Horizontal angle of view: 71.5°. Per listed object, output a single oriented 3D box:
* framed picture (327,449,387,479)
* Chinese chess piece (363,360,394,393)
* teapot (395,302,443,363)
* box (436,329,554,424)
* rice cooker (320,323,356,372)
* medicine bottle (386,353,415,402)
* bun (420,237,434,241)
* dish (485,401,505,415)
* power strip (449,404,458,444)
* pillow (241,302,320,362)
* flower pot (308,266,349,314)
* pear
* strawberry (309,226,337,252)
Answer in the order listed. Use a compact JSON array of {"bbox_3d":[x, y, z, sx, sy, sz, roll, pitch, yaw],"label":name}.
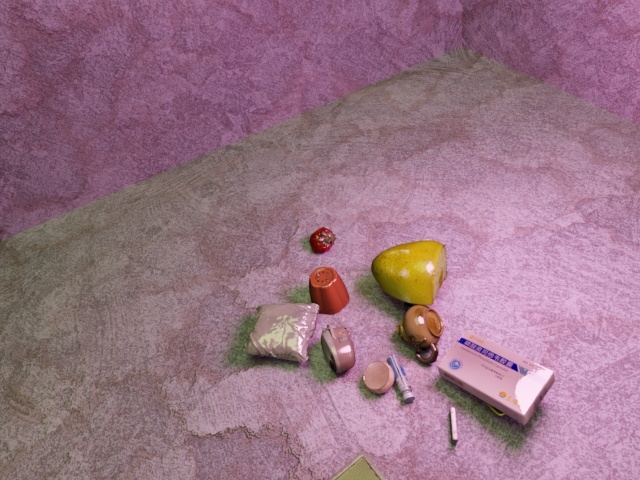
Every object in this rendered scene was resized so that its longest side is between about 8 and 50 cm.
[{"bbox_3d":[0.105,0.872,1.481,0.274,0.016,0.216,-32,45,-16],"label":"framed picture"},{"bbox_3d":[0.228,0.532,1.732,0.122,0.051,0.122,-22,46,25],"label":"Chinese chess piece"},{"bbox_3d":[0.395,0.370,1.812,0.183,0.173,0.269,-29,60,38],"label":"teapot"},{"bbox_3d":[0.614,0.473,1.586,0.200,0.065,0.344,-42,38,-22],"label":"box"},{"bbox_3d":[0.072,0.442,1.831,0.127,0.145,0.206,-7,40,-7],"label":"rice cooker"},{"bbox_3d":[0.311,0.534,1.731,0.051,0.051,0.191,-18,44,-1],"label":"medicine bottle"},{"bbox_3d":[0.524,0.025,2.178,0.084,0.045,0.083,-10,41,9],"label":"bun"},{"bbox_3d":[0.657,0.547,1.589,0.149,0.080,0.207,3,43,32],"label":"dish"},{"bbox_3d":[0.469,0.647,1.571,0.019,0.050,0.136,0,45,11],"label":"power strip"},{"bbox_3d":[-0.173,0.398,1.951,0.311,0.138,0.283,0,47,13],"label":"pillow"},{"bbox_3d":[0.031,0.219,2.045,0.191,0.173,0.190,-7,45,7],"label":"flower pot"},{"bbox_3d":[0.379,0.117,1.944,0.319,0.238,0.342,2,20,25],"label":"pear"},{"bbox_3d":[0.006,0.004,2.320,0.131,0.148,0.131,9,66,-22],"label":"strawberry"}]
